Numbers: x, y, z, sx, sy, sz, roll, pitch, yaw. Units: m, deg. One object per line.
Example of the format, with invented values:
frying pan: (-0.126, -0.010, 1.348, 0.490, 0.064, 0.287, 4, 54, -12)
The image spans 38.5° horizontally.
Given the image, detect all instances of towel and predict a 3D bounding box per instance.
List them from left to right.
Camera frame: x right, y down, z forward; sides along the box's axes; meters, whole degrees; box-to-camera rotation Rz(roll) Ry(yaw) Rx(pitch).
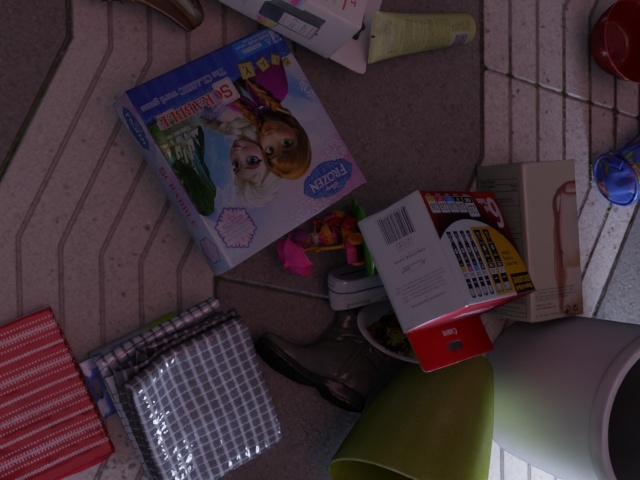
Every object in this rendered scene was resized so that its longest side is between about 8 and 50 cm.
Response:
towel: (-0.467, 0.265, 1.455, 0.199, 0.031, 0.275, -24, 99, -18)
towel: (-0.201, 0.262, 1.481, 0.235, 0.121, 0.283, -26, 120, -21)

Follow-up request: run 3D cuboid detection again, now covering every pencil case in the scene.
pencil case: (0.703, -0.191, 1.880, 0.306, 0.119, 0.133, -32, 127, -19)

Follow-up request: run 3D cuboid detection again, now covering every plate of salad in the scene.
plate of salad: (0.164, 0.152, 1.632, 0.200, 0.200, 0.048, 0, 121, -23)

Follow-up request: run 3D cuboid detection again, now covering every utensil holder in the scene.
utensil holder: (0.516, 0.301, 1.677, 0.328, 0.385, 0.327, -1, 92, -24)

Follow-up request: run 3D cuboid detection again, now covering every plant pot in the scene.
plant pot: (0.198, 0.335, 1.631, 0.275, 0.275, 0.293, 41, 58, -19)

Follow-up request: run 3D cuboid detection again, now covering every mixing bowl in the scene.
mixing bowl: (0.613, -0.402, 1.848, 0.181, 0.098, 0.181, -1, 92, -24)

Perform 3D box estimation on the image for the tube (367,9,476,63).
tube: (0.179, -0.377, 1.657, 0.240, 0.062, 0.070, -16, 80, -36)

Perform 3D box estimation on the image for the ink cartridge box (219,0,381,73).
ink cartridge box: (-0.027, -0.453, 1.537, 0.353, 0.119, 0.207, 24, 63, -22)

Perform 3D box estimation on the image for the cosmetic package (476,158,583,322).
cosmetic package: (0.398, -0.003, 1.745, 0.129, 0.153, 0.296, -7, 96, -24)

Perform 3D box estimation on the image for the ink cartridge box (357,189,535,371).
ink cartridge box: (0.238, 0.061, 1.568, 0.309, 0.130, 0.272, -5, 70, -57)

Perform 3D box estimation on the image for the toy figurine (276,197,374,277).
toy figurine: (0.000, 0.000, 1.601, 0.159, 0.173, 0.130, -10, 128, -4)

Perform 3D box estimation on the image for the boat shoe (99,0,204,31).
boat shoe: (-0.328, -0.438, 1.456, 0.116, 0.123, 0.324, -42, 120, 19)

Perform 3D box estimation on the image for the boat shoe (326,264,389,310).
boat shoe: (0.112, 0.074, 1.676, 0.226, 0.083, 0.076, -8, 122, -21)

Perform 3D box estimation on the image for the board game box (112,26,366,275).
board game box: (-0.122, -0.156, 1.503, 0.319, 0.066, 0.318, -34, 96, -33)

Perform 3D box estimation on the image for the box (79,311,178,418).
box: (-0.299, 0.205, 1.515, 0.178, 0.042, 0.109, -25, 103, -20)

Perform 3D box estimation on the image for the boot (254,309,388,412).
boot: (0.009, 0.187, 1.640, 0.246, 0.083, 0.161, 34, 67, -20)
